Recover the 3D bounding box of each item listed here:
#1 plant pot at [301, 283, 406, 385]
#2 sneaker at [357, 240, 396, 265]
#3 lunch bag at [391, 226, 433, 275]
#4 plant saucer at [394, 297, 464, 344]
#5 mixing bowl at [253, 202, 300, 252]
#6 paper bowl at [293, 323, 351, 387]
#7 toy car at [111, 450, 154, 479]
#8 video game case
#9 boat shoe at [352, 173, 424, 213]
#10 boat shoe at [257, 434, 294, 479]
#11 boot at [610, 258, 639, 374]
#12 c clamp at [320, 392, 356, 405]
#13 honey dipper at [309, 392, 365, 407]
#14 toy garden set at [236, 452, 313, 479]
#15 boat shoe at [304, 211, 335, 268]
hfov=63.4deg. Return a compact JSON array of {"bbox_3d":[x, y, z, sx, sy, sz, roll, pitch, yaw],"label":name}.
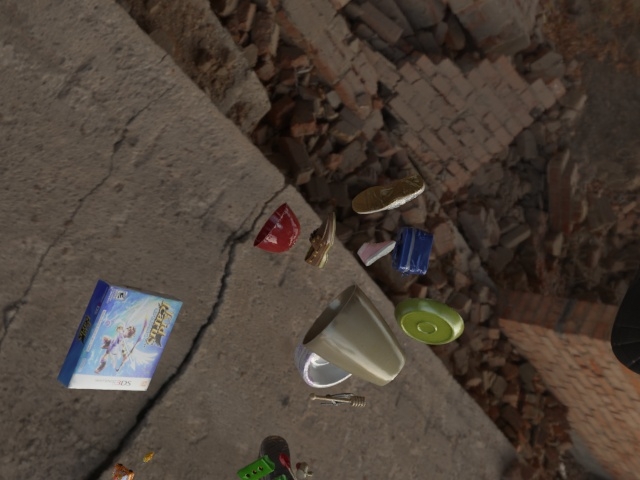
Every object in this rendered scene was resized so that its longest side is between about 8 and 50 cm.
[{"bbox_3d":[0.128,0.319,1.634,0.274,0.256,0.256,41,67,-4],"label":"plant pot"},{"bbox_3d":[0.181,0.023,1.705,0.134,0.070,0.051,-32,152,-20],"label":"sneaker"},{"bbox_3d":[0.175,0.023,1.018,0.065,0.067,0.098,12,87,-6],"label":"lunch bag"},{"bbox_3d":[0.366,0.287,1.774,0.241,0.241,0.037,53,44,-28],"label":"plant saucer"},{"bbox_3d":[-0.131,-0.026,1.721,0.098,0.181,0.181,37,71,-16],"label":"mixing bowl"},{"bbox_3d":[0.031,0.413,1.986,0.285,0.148,0.284,-16,129,-20],"label":"paper bowl"},{"bbox_3d":[-0.480,0.564,1.300,0.122,0.060,0.040,-49,169,8],"label":"toy car"},{"bbox_3d":[-0.515,0.256,1.361,0.244,0.061,0.269,27,83,-56],"label":"video game case"},{"bbox_3d":[0.257,-0.156,1.929,0.096,0.277,0.098,40,36,-65],"label":"boat shoe"},{"bbox_3d":[-0.150,0.873,1.810,0.133,0.130,0.355,7,47,-19],"label":"boat shoe"},{"bbox_3d":[0.637,0.035,0.834,0.284,0.138,0.377,1,111,-38],"label":"boot"},{"bbox_3d":[0.058,0.546,1.772,0.160,0.137,0.022,73,13,-61],"label":"c clamp"},{"bbox_3d":[0.045,0.436,1.424,0.161,0.030,0.030,11,87,-15],"label":"honey dipper"},{"bbox_3d":[-0.065,0.642,1.345,0.244,0.204,0.049,50,28,-3],"label":"toy garden set"},{"bbox_3d":[0.000,0.000,1.390,0.060,0.064,0.177,10,126,-10],"label":"boat shoe"}]
